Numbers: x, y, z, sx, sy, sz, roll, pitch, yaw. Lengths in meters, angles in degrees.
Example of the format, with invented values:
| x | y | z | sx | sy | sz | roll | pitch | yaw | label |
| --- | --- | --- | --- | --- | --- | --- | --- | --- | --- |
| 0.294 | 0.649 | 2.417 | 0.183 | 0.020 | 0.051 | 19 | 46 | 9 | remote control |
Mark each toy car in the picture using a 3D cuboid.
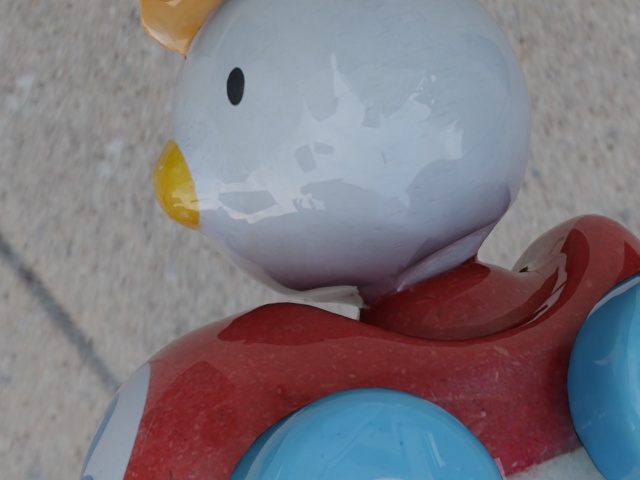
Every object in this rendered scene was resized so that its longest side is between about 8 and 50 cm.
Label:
| x | y | z | sx | sy | sz | roll | pitch | yaw | label |
| --- | --- | --- | --- | --- | --- | --- | --- | --- | --- |
| 0.000 | 0.000 | 0.594 | 0.210 | 0.219 | 0.238 | -20 | 84 | -21 | toy car |
